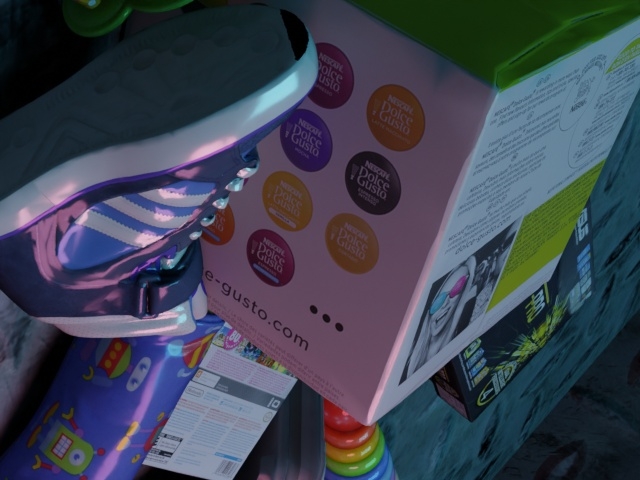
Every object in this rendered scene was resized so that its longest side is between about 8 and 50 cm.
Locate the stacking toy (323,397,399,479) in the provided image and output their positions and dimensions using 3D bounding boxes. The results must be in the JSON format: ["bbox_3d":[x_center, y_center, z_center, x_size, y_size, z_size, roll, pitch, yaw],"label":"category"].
[{"bbox_3d":[0.044,0.315,2.104,0.141,0.141,0.330,-46,151,-24],"label":"stacking toy"}]

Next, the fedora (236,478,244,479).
[{"bbox_3d":[-0.197,0.404,1.663,0.243,0.124,0.276,172,-62,-80],"label":"fedora"}]

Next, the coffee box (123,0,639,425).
[{"bbox_3d":[0.050,-0.117,1.203,0.338,0.337,0.334,-29,146,-48],"label":"coffee box"}]

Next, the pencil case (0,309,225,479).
[{"bbox_3d":[-0.214,0.158,1.336,0.306,0.133,0.119,-60,-179,13],"label":"pencil case"}]

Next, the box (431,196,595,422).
[{"bbox_3d":[0.293,0.095,2.136,0.318,0.097,0.395,-47,155,-11],"label":"box"}]

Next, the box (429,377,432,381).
[{"bbox_3d":[0.280,0.066,2.273,0.295,0.073,0.293,-38,155,-23],"label":"box"}]

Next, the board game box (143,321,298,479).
[{"bbox_3d":[-0.100,0.109,1.510,0.303,0.097,0.224,-55,152,0],"label":"board game box"}]

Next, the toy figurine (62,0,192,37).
[{"bbox_3d":[-0.162,-0.237,0.945,0.173,0.130,0.159,-36,148,15],"label":"toy figurine"}]

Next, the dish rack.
[{"bbox_3d":[-0.076,0.324,1.757,0.333,0.072,0.286,-90,-159,-67],"label":"dish rack"}]

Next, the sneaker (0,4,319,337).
[{"bbox_3d":[-0.114,-0.033,1.081,0.322,0.130,0.236,-25,139,10],"label":"sneaker"}]
